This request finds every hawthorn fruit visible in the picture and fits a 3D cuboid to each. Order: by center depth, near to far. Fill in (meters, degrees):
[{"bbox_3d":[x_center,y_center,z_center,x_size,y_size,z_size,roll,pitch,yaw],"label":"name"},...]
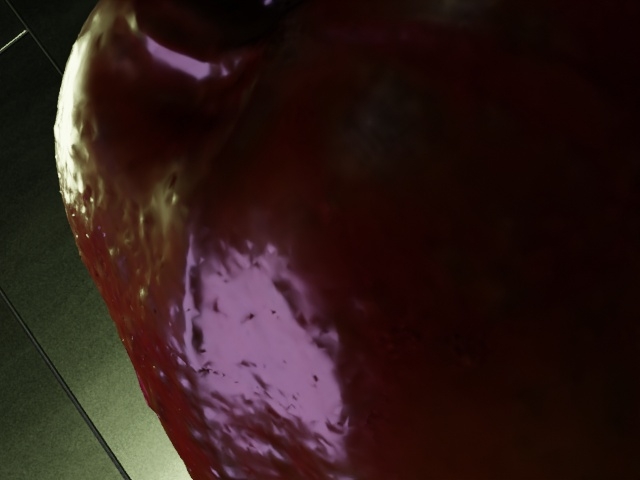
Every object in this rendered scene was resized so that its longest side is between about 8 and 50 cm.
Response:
[{"bbox_3d":[0.022,-0.022,0.608,0.300,0.254,0.254,40,-171,-49],"label":"hawthorn fruit"}]

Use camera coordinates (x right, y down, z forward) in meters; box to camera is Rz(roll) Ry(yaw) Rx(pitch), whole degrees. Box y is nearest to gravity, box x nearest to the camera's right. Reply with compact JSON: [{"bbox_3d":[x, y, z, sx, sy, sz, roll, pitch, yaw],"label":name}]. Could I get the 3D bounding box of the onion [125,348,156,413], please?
[{"bbox_3d":[0.000,0.000,1.365,0.347,0.348,0.385,52,166,31],"label":"onion"}]
